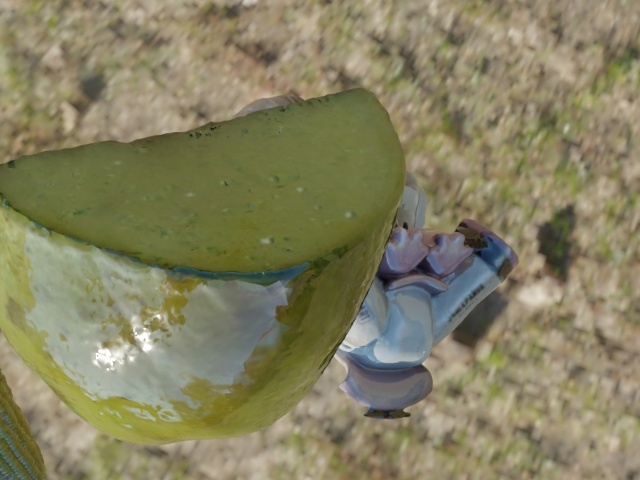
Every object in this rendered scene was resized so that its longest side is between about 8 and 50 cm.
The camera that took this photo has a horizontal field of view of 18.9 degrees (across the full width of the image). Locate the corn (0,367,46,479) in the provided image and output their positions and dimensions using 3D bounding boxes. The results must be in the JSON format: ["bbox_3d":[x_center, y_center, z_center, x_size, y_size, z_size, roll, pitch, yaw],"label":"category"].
[{"bbox_3d":[-0.359,0.193,2.052,0.086,0.086,0.288,6,143,17],"label":"corn"}]

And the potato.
[{"bbox_3d":[-0.084,0.070,1.508,0.330,0.213,0.280,-11,131,-15],"label":"potato"}]

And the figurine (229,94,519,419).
[{"bbox_3d":[-0.007,-0.002,1.897,0.253,0.361,0.211,20,105,-40],"label":"figurine"}]
